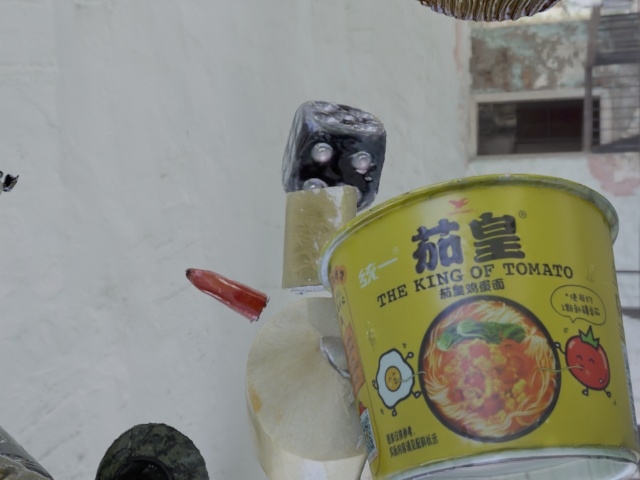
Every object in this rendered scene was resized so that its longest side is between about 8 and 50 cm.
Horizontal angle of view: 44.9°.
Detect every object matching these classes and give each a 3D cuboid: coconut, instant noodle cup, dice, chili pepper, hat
[{"bbox_3d":[0.025,0.244,1.226,0.323,0.323,0.322,0,-90,-72],"label":"coconut"},{"bbox_3d":[0.166,0.121,0.786,0.325,0.326,0.254,57,-155,-60],"label":"instant noodle cup"},{"bbox_3d":[0.025,-0.167,1.550,0.181,0.183,0.182,-99,22,-63],"label":"dice"},{"bbox_3d":[-0.192,0.097,1.534,0.064,0.169,0.088,-66,13,-19],"label":"chili pepper"},{"bbox_3d":[-0.341,0.475,1.427,0.266,0.128,0.265,32,-136,-38],"label":"hat"}]

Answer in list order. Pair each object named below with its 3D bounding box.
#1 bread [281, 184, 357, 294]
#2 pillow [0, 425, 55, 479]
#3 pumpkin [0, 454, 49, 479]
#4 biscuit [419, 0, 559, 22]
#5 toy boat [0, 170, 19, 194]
[{"bbox_3d":[0.000,0.000,1.331,0.060,0.140,0.178,30,-119,-58],"label":"bread"},{"bbox_3d":[-0.674,0.441,1.592,0.092,0.335,0.161,-53,-34,-14],"label":"pillow"},{"bbox_3d":[-0.577,0.460,1.236,0.325,0.232,0.242,20,-88,-36],"label":"pumpkin"},{"bbox_3d":[0.176,-0.393,0.927,0.040,0.318,0.318,-60,-31,-28],"label":"biscuit"},{"bbox_3d":[-0.483,-0.112,1.014,0.269,0.141,0.141,65,-168,15],"label":"toy boat"}]
